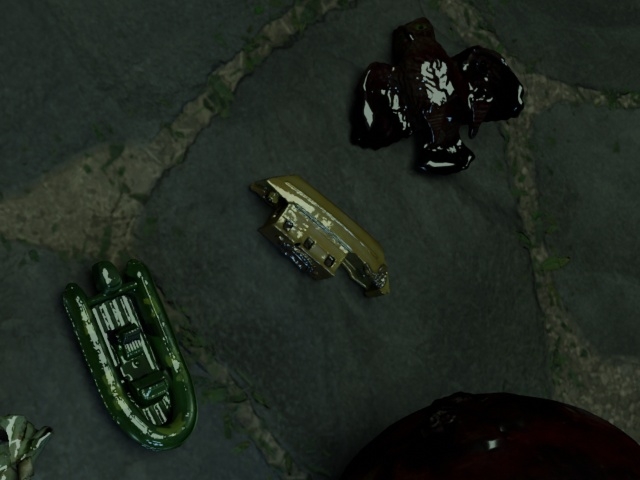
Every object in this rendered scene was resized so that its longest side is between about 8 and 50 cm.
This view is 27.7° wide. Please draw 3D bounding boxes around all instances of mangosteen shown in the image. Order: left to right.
[{"bbox_3d":[0.176,0.356,1.348,0.381,0.421,0.381,8,34,-5],"label":"mangosteen"}]

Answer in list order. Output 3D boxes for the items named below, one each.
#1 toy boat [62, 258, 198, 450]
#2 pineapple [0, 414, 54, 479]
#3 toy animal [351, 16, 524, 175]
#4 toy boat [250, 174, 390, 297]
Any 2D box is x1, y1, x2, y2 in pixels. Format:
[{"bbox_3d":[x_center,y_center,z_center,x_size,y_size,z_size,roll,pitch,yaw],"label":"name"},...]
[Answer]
[{"bbox_3d":[-0.193,0.120,1.354,0.104,0.052,0.210,-21,88,-34],"label":"toy boat"},{"bbox_3d":[-0.318,0.291,1.166,0.262,0.262,0.272,22,57,-23],"label":"pineapple"},{"bbox_3d":[0.133,-0.182,1.601,0.218,0.116,0.179,-14,55,-4],"label":"toy animal"},{"bbox_3d":[0.000,0.000,1.489,0.200,0.057,0.077,40,67,-16],"label":"toy boat"}]
